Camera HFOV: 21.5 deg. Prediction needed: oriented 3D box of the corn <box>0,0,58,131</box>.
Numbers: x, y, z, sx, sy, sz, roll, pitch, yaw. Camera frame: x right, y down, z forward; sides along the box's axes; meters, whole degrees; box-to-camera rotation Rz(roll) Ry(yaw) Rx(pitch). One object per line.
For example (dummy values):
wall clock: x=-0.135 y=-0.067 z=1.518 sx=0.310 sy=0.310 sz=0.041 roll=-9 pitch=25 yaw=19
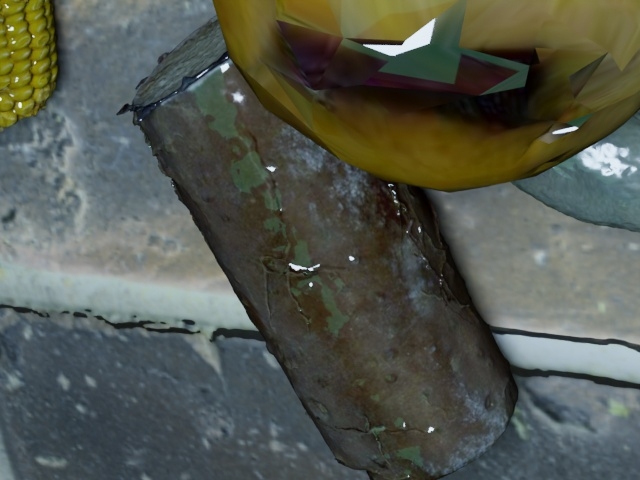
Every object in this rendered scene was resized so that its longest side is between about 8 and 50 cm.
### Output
corn: x=-0.207 y=-0.189 z=0.960 sx=0.106 sy=0.106 sz=0.293 roll=9 pitch=124 yaw=26

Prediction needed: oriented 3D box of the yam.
yam: x=0.000 y=-0.001 z=0.941 sx=0.131 sy=0.131 sz=0.279 roll=-17 pitch=110 yaw=37

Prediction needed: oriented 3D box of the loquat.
loquat: x=0.062 y=-0.138 z=0.747 sx=0.235 sy=0.235 sz=0.235 roll=15 pitch=125 yaw=22

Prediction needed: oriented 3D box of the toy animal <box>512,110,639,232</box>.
toy animal: x=0.186 y=-0.038 z=0.845 sx=0.253 sy=0.070 sz=0.079 roll=12 pitch=140 yaw=21
